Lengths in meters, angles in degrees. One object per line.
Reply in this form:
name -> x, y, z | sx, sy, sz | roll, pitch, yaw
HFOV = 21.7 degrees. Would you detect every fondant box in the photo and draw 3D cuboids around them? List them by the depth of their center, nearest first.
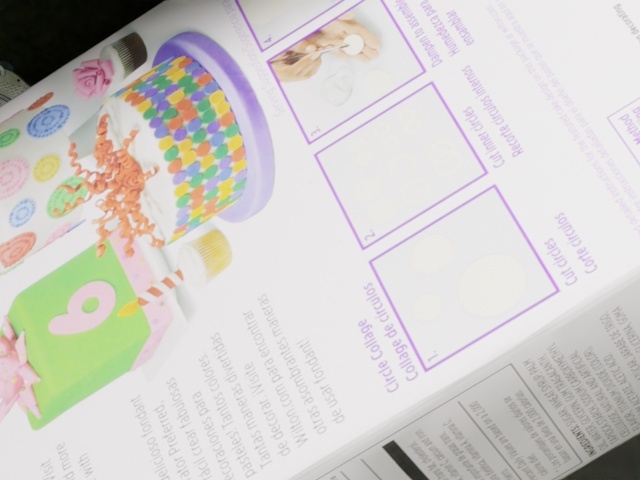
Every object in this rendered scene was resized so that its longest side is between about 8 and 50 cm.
fondant box -> 0.000, 0.000, 0.641 | 0.330, 0.238, 0.096 | -31, 139, 6

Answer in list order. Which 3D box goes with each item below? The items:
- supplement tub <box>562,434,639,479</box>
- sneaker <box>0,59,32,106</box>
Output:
supplement tub -> 0.207, 0.010, 0.793 | 0.241, 0.331, 0.241 | 3, 84, -31
sneaker -> -0.159, -0.052, 0.751 | 0.135, 0.052, 0.058 | 5, 72, -38
